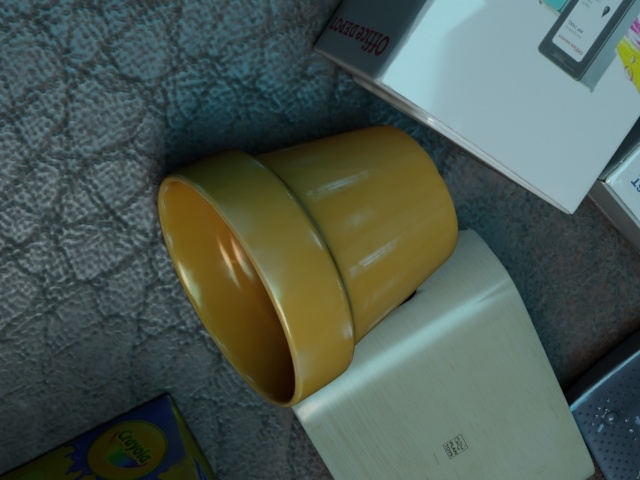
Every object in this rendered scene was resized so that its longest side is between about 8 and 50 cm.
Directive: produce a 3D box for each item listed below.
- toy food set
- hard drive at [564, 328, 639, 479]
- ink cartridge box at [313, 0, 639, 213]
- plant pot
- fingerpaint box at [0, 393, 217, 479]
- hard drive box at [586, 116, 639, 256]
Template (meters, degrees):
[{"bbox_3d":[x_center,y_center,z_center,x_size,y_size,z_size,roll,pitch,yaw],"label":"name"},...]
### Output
[{"bbox_3d":[0.108,0.167,1.053,0.219,0.092,0.306,-31,119,-5],"label":"toy food set"},{"bbox_3d":[0.368,0.144,1.122,0.254,0.054,0.172,-34,111,-4],"label":"hard drive"},{"bbox_3d":[0.162,-0.199,0.894,0.197,0.198,0.270,31,97,-21],"label":"ink cartridge box"},{"bbox_3d":[0.000,0.000,0.922,0.188,0.205,0.205,-29,111,-22],"label":"plant pot"},{"bbox_3d":[-0.212,0.342,0.819,0.371,0.445,0.163,-27,111,-7],"label":"fingerpaint box"},{"bbox_3d":[0.368,-0.084,1.038,0.232,0.089,0.181,-44,112,0],"label":"hard drive box"}]
